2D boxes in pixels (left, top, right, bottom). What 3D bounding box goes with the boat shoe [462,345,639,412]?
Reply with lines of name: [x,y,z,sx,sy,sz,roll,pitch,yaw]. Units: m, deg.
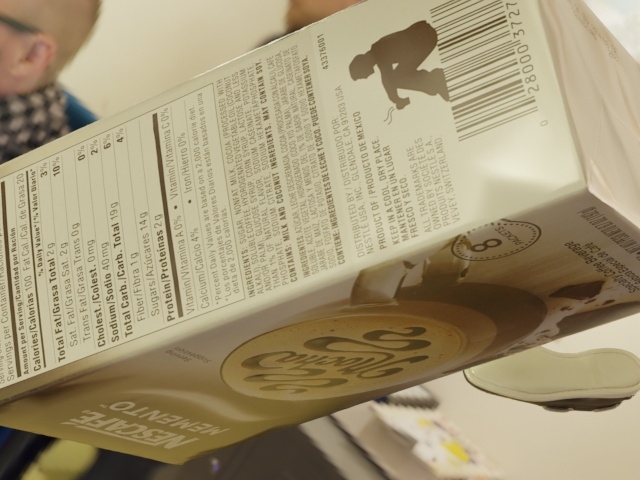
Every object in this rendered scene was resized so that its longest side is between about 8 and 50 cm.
boat shoe: [0.151,0.092,0.912,0.125,0.038,0.046,0,57,-15]

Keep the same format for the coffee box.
coffee box: [0.000,0.000,0.628,0.168,0.297,0.118,26,49,-55]
